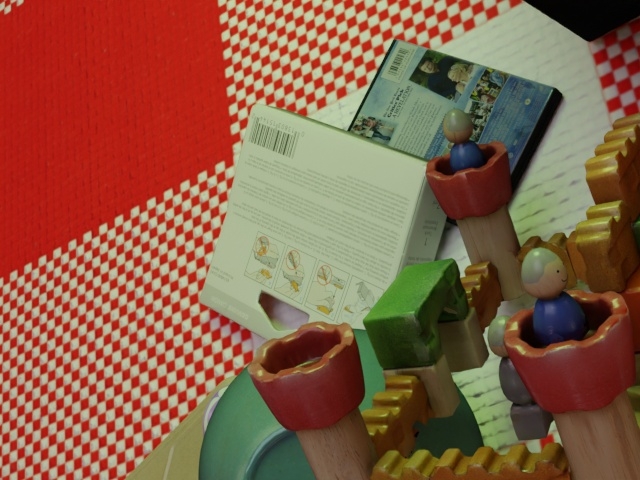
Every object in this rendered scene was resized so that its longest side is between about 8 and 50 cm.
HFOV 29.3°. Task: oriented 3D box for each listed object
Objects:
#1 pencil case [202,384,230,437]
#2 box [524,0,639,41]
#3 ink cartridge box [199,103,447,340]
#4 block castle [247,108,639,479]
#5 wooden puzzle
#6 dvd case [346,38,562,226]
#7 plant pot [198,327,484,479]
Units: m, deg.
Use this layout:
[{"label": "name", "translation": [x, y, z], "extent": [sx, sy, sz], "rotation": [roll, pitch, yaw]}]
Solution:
[{"label": "pencil case", "translation": [-0.029, 0.213, 1.332], "extent": [0.206, 0.086, 0.088], "rotation": [11, 41, 29]}, {"label": "box", "translation": [0.208, -0.491, 1.121], "extent": [0.297, 0.480, 0.472], "rotation": [-26, 74, 26]}, {"label": "ink cartridge box", "translation": [0.000, 0.000, 1.432], "extent": [0.296, 0.066, 0.261], "rotation": [25, 102, 43]}, {"label": "block castle", "translation": [0.170, 0.027, 1.019], "extent": [0.303, 0.213, 0.453], "rotation": [-9, 22, 32]}, {"label": "wooden puzzle", "translation": [-0.129, 0.308, 1.422], "extent": [0.239, 0.044, 0.221], "rotation": [-42, 50, 10]}, {"label": "dvd case", "translation": [0.136, -0.123, 1.406], "extent": [0.253, 0.022, 0.180], "rotation": [26, 90, 42]}, {"label": "plant pot", "translation": [0.009, 0.228, 1.153], "extent": [0.290, 0.195, 0.290], "rotation": [-1, 86, 9]}]
